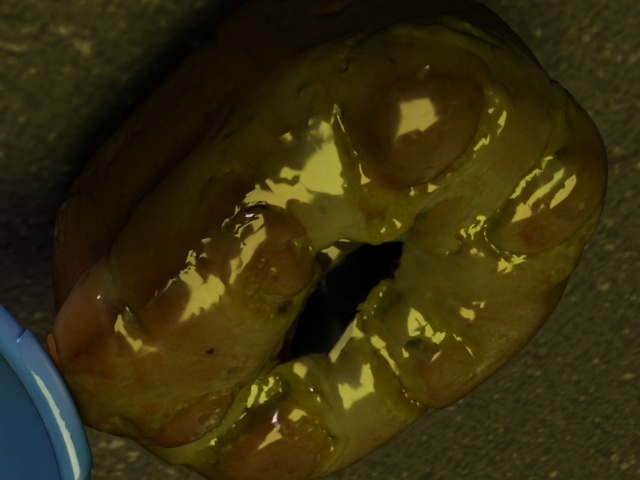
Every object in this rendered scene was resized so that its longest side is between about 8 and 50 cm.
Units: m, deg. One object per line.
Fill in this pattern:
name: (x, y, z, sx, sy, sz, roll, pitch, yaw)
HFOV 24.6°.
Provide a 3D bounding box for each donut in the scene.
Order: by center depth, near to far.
donut: (0.000, 0.000, 0.670, 0.261, 0.128, 0.208, -38, 135, 14)

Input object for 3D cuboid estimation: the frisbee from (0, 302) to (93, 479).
frisbee: (-0.208, 0.088, 0.660, 0.242, 0.045, 0.242, 6, 115, 13)
